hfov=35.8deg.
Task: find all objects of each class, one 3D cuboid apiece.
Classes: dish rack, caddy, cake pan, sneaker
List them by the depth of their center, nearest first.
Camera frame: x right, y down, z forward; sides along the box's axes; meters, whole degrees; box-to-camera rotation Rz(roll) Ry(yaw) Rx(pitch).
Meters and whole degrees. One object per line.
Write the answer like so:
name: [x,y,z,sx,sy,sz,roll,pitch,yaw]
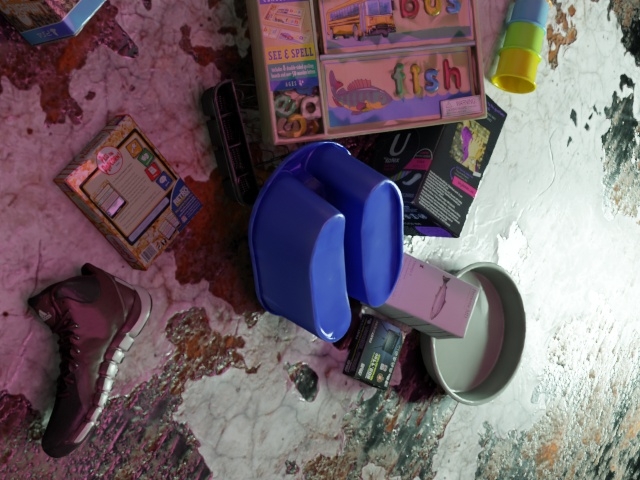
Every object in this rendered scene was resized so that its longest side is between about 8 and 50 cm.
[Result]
sneaker: [-0.371,0.158,1.427,0.162,0.106,0.281,39,58,-29]
caddy: [0.000,0.000,1.637,0.241,0.179,0.341,-35,140,-30]
dish rack: [-0.069,-0.189,1.664,0.271,0.074,0.208,-24,108,-37]
cake pan: [0.310,0.187,2.014,0.293,0.054,0.293,-3,95,-39]

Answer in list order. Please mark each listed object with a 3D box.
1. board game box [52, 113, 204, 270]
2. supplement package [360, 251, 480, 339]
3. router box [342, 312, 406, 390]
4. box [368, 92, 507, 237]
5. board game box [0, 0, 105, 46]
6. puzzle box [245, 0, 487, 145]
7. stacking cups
board game box: [-0.288,-0.072,1.506,0.146,0.045,0.193,-51,122,-25]
supplement package: [0.185,0.103,1.838,0.179,0.105,0.105,25,75,-17]
router box: [0.102,0.209,1.852,0.092,0.038,0.122,28,75,-37]
box: [0.205,-0.155,1.833,0.143,0.165,0.270,35,70,-36]
board game box: [-0.390,-0.452,1.335,0.291,0.141,0.232,49,63,-31]
puzzle box: [0.084,-0.314,1.638,0.409,0.052,0.272,-11,98,-23]
stacking cups: [0.428,-0.468,2.057,0.096,0.096,0.316,22,75,-39]
